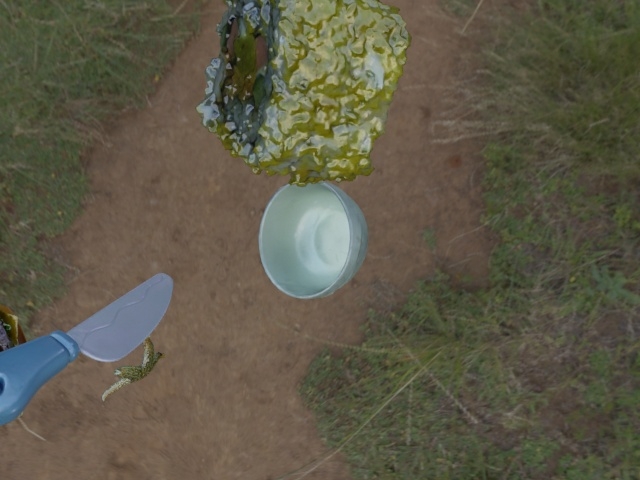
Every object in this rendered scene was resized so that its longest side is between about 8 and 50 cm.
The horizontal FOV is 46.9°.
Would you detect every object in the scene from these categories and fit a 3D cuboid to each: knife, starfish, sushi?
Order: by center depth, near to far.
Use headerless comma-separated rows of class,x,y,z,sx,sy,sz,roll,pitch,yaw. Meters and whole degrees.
knife,-0.195,0.085,0.628,0.058,0.032,0.244,35,32,16
sushi,-0.049,-0.274,1.270,0.240,0.396,0.351,1,113,-27
starfish,-0.430,0.301,1.684,0.176,0.208,0.053,-41,76,-11

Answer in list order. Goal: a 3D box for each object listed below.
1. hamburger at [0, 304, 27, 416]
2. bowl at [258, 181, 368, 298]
hamburger,-0.653,0.230,1.427,0.139,0.243,0.261,-17,108,-37
bowl,0.000,0.000,1.906,0.163,0.307,0.307,7,64,-50
